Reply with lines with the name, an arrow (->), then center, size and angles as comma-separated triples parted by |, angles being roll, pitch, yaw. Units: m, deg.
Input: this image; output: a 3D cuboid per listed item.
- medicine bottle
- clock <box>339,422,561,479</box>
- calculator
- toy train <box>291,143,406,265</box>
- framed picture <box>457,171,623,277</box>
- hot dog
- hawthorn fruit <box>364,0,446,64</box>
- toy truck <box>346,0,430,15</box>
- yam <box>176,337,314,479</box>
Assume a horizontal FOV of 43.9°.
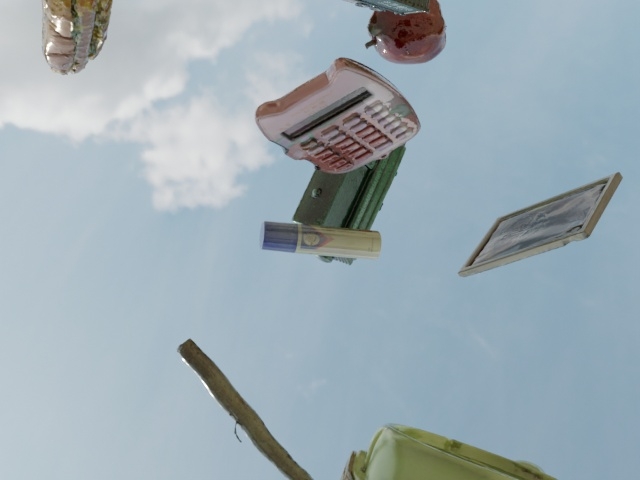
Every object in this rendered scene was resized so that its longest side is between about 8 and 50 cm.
medicine bottle -> 0.000, 0.000, 1.531 | 0.230, 0.059, 0.059 | 5, -132, -13
clock -> 0.129, 0.233, 0.687 | 0.234, 0.308, 0.096 | 16, -96, 35
calculator -> 0.039, -0.195, 1.320 | 0.220, 0.329, 0.048 | -28, -116, 19
toy train -> 0.050, -0.119, 1.690 | 0.138, 0.178, 0.331 | 19, -100, 36
framed picture -> 0.416, -0.025, 1.517 | 0.020, 0.289, 0.211 | 54, -132, -12
hot dog -> -0.358, -0.312, 1.156 | 0.115, 0.269, 0.072 | -38, -84, -18
hawthorn fruit -> 0.202, -0.504, 1.917 | 0.202, 0.185, 0.185 | -22, -127, -5
toy truck -> 0.086, -0.502, 1.534 | 0.259, 0.088, 0.121 | 3, -173, -40
yam -> -0.072, 0.196, 0.834 | 0.234, 0.027, 0.029 | 47, -145, 10
